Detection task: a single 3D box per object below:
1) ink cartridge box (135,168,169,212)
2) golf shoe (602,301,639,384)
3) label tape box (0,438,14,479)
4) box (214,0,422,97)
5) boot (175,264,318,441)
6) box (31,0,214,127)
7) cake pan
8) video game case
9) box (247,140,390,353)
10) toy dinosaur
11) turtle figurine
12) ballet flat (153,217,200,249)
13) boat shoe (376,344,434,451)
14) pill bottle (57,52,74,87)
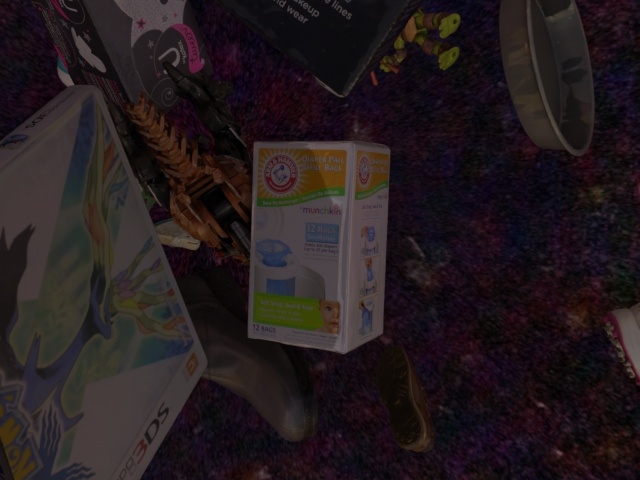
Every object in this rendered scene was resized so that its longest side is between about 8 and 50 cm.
[{"bbox_3d":[-0.379,-0.032,0.997,0.121,0.289,0.211,42,111,9],"label":"ink cartridge box"},{"bbox_3d":[0.534,0.207,1.024,0.140,0.115,0.306,-31,110,13],"label":"golf shoe"},{"bbox_3d":[-0.148,0.131,0.199,0.115,0.249,0.347,-44,130,-10],"label":"label tape box"},{"bbox_3d":[0.002,-0.185,0.349,0.156,0.093,0.158,37,117,-1],"label":"box"},{"bbox_3d":[-0.166,0.156,0.870,0.223,0.338,0.118,-12,119,-30],"label":"boot"},{"bbox_3d":[-0.277,-0.308,0.995,0.142,0.247,0.163,25,59,29],"label":"box"},{"bbox_3d":[0.338,-0.266,1.051,0.054,0.293,0.293,-8,98,35],"label":"cake pan"},{"bbox_3d":[-0.206,0.095,0.553,0.036,0.300,0.329,4,130,21],"label":"video game case"},{"bbox_3d":[0.000,0.000,0.729,0.114,0.103,0.203,5,96,25],"label":"box"},{"bbox_3d":[-0.116,-0.071,0.764,0.164,0.322,0.218,-26,66,-20],"label":"toy dinosaur"},{"bbox_3d":[0.191,-0.430,1.473,0.087,0.217,0.269,-19,130,-36],"label":"turtle figurine"},{"bbox_3d":[-0.180,-0.014,1.083,0.168,0.057,0.052,-14,66,-24],"label":"ballet flat"},{"bbox_3d":[0.134,0.247,1.100,0.064,0.178,0.060,-35,134,24],"label":"boat shoe"},{"bbox_3d":[-0.441,-0.388,1.396,0.146,0.146,0.264,10,121,-9],"label":"pill bottle"}]
